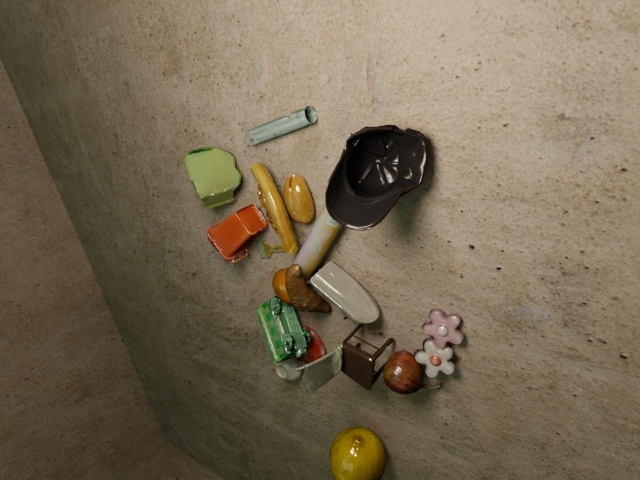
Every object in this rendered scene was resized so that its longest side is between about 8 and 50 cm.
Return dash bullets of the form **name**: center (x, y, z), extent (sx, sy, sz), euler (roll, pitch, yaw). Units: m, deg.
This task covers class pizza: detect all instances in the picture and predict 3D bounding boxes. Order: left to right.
- **pizza**: center (-0.176, -0.117, 1.607), extent (0.182, 0.074, 0.365), euler (8, 120, 68)

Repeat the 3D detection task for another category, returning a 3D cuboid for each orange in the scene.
- **orange**: center (-0.123, 0.183, 1.742), extent (0.156, 0.124, 0.156), euler (43, 150, 32)

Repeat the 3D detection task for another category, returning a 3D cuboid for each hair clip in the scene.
- **hair clip**: center (0.404, 0.350, 1.448), extent (0.146, 0.075, 0.257), euler (25, 124, 32)

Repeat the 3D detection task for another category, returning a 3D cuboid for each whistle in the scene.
- **whistle**: center (-0.144, -0.389, 1.471), extent (0.312, 0.062, 0.062), euler (-7, 110, 42)

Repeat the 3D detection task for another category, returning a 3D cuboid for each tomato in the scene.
- **tomato**: center (-0.056, 0.479, 1.888), extent (0.174, 0.082, 0.166), euler (43, 133, 15)

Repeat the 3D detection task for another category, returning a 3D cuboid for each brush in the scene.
- **brush**: center (-0.189, 0.037, 1.790), extent (0.218, 0.010, 0.082), euler (-3, 112, 40)

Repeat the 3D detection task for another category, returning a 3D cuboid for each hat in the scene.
- **hat**: center (0.136, -0.181, 1.239), extent (0.238, 0.336, 0.209), euler (39, 174, -7)

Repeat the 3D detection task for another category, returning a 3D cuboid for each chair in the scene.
- **chair**: center (0.109, 0.456, 1.563), extent (0.186, 0.319, 0.160), euler (25, 129, 32)

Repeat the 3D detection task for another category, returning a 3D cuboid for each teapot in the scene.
- **teapot**: center (-0.150, 0.602, 2.036), extent (0.226, 0.092, 0.145), euler (-14, 106, 40)

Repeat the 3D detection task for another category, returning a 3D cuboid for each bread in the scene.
- **bread**: center (-0.083, -0.144, 1.556), extent (0.114, 0.077, 0.189), euler (5, 120, 42)

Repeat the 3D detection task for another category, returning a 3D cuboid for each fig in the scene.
- **fig**: center (0.308, 0.490, 1.556), extent (0.202, 0.148, 0.149), euler (51, 170, -30)

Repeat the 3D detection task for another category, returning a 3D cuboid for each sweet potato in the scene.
- **sweet potato**: center (-0.060, 0.212, 1.628), extent (0.341, 0.114, 0.092), euler (57, -179, -45)

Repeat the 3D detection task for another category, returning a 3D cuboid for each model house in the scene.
- **model house**: center (-0.434, -0.250, 1.742), extent (0.214, 0.195, 0.189), euler (62, 161, 13)

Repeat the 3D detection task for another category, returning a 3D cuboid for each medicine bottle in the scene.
- **medicine bottle**: center (0.000, 0.000, 1.553), extent (0.108, 0.108, 0.426), euler (42, 132, 12)

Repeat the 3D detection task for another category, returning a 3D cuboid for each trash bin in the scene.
- **trash bin**: center (-0.333, -0.028, 1.772), extent (0.238, 0.161, 0.184), euler (-32, 93, 42)

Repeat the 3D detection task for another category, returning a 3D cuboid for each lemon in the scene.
- **lemon**: center (0.162, 0.951, 1.868), extent (0.260, 0.260, 0.284), euler (-2, 124, 40)

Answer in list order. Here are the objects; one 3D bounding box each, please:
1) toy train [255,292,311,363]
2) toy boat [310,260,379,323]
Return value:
- **toy train**: center (-0.156, 0.368, 1.832), extent (0.202, 0.120, 0.301), euler (-42, 63, 42)
- **toy boat**: center (0.088, 0.205, 1.577), extent (0.269, 0.141, 0.141), euler (48, 135, 4)
